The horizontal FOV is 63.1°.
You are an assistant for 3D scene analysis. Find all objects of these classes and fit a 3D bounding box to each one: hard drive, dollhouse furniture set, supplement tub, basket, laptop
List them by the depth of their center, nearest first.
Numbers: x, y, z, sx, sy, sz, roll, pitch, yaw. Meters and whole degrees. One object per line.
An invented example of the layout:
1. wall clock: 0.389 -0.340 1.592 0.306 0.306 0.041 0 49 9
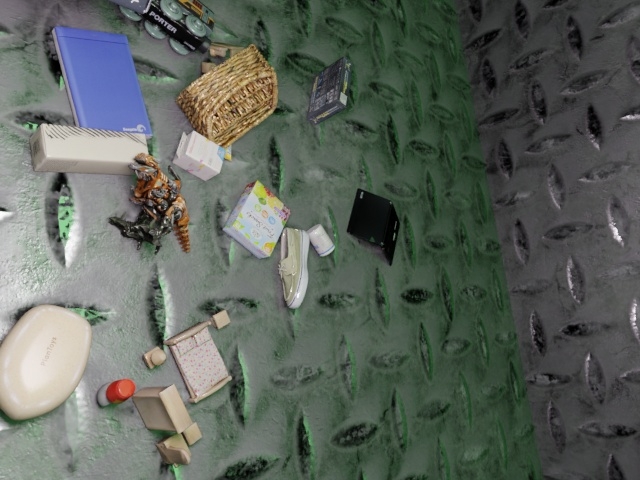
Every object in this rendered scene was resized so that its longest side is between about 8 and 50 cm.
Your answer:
1. dollhouse furniture set: -0.312 0.398 1.461 0.356 0.174 0.303 -28 98 -45
2. hard drive: -0.625 -0.448 1.507 0.210 0.040 0.318 -13 87 -46
3. basket: -0.272 -0.455 1.677 0.299 0.213 0.223 -41 106 -21
4. dollhouse furniture set: -0.365 -0.605 1.820 0.144 0.123 0.151 -22 128 -45
5. supplement tub: 0.000 0.000 1.960 0.107 0.071 0.071 56 47 -15
6. laptop: 0.236 -0.056 2.249 0.264 0.137 0.234 59 40 -51

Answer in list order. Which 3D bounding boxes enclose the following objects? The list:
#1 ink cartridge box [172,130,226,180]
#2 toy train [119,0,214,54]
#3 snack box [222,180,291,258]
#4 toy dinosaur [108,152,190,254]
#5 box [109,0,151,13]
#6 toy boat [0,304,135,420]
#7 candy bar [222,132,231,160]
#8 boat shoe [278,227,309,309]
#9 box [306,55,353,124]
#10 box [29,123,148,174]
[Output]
1. ink cartridge box: -0.390 -0.271 1.648 0.143 0.090 0.092 30 58 -34
2. toy train: -0.492 -0.744 1.673 0.334 0.142 0.190 30 46 -33
3. snack box: -0.212 -0.070 1.775 0.174 0.070 0.207 42 54 -29
4. toy dinosaur: -0.447 -0.085 1.473 0.322 0.164 0.218 52 53 -25
5. box: -0.664 -0.863 1.273 0.480 0.297 0.471 7 39 -44
6. toy boat: -0.603 0.318 1.242 0.318 0.148 0.267 33 51 -24
7. candy bar: -0.320 -0.351 1.792 0.040 0.018 0.161 15 68 -41
8. boat shoe: -0.104 0.094 1.824 0.094 0.109 0.302 17 56 -24
9. box: 0.037 -0.602 2.100 0.059 0.183 0.232 28 58 -36
10. box: -0.616 -0.240 1.405 0.275 0.113 0.094 -4 80 -46
